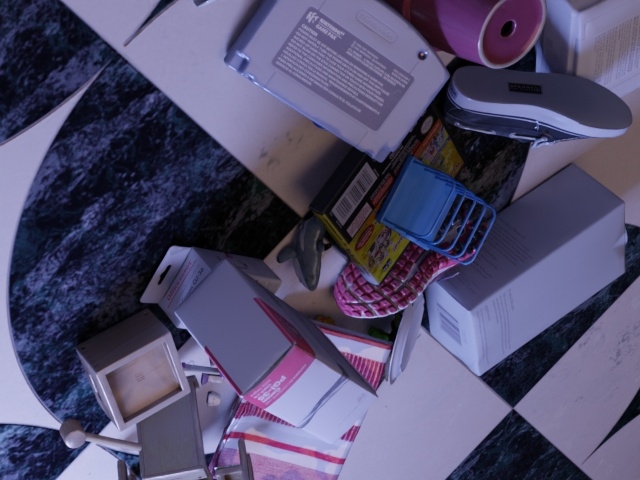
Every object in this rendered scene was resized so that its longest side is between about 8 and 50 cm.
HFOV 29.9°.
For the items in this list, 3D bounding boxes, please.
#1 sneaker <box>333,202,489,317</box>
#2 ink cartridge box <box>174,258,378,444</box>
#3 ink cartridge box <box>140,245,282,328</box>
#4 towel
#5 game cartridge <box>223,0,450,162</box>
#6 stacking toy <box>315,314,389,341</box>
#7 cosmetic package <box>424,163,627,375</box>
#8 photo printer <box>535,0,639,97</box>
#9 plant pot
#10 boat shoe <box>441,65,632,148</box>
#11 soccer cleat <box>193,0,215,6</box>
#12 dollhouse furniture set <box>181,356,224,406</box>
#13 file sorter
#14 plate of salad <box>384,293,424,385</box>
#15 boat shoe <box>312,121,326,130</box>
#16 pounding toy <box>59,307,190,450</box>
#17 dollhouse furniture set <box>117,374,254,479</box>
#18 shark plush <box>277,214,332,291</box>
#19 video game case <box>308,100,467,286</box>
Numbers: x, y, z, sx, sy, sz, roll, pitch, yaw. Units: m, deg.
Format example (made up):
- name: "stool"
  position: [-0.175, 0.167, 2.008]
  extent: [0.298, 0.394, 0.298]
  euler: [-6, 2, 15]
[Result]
- name: "sneaker"
  position: [0.162, 0.050, 2.103]
  extent: [0.299, 0.121, 0.112]
  euler: [-28, 169, -10]
- name: "ink cartridge box"
  position: [-0.062, 0.176, 1.826]
  extent: [0.117, 0.207, 0.283]
  euler: [-46, 143, 3]
- name: "ink cartridge box"
  position: [-0.170, 0.080, 1.863]
  extent: [0.198, 0.067, 0.115]
  euler: [12, 116, -47]
- name: "towel"
  position: [-0.033, 0.298, 2.096]
  extent: [0.237, 0.037, 0.329]
  euler: [17, 105, -20]
- name: "game cartridge"
  position: [0.033, -0.257, 1.694]
  extent: [0.294, 0.060, 0.196]
  euler: [30, 107, -29]
- name: "stacking toy"
  position: [0.028, 0.229, 2.183]
  extent: [0.221, 0.052, 0.167]
  euler: [17, 111, -49]
- name: "cosmetic package"
  position: [0.392, 0.054, 2.276]
  extent: [0.385, 0.156, 0.217]
  euler: [-33, 140, -17]
- name: "photo printer"
  position: [0.514, -0.367, 2.051]
  extent: [0.307, 0.107, 0.256]
  euler: [-29, 139, -21]
- name: "plant pot"
  position: [0.224, -0.348, 1.752]
  extent: [0.201, 0.180, 0.201]
  euler: [-25, 137, -25]
- name: "boat shoe"
  position: [0.352, -0.204, 1.966]
  extent: [0.306, 0.113, 0.105]
  euler: [5, 144, -8]
- name: "soccer cleat"
  position: [-0.158, -0.367, 1.488]
  extent: [0.076, 0.068, 0.196]
  euler: [-37, 143, -5]
- name: "dollhouse furniture set"
  position: [-0.199, 0.202, 1.924]
  extent: [0.081, 0.114, 0.091]
  euler: [8, 104, -11]
- name: "file sorter"
  position: [0.195, -0.045, 1.955]
  extent: [0.170, 0.104, 0.118]
  euler: [28, 89, -53]
- name: "plate of salad"
  position: [0.147, 0.167, 2.192]
  extent: [0.200, 0.048, 0.199]
  euler: [16, 90, -77]
- name: "boat shoe"
  position: [0.052, -0.245, 1.789]
  extent: [0.183, 0.066, 0.066]
  euler: [-55, 154, 13]
- name: "pounding toy"
  position: [-0.315, 0.234, 1.834]
  extent: [0.206, 0.094, 0.181]
  euler: [-29, 128, -20]
- name: "dollhouse furniture set"
  position: [-0.231, 0.351, 1.979]
  extent: [0.212, 0.161, 0.242]
  euler: [-10, 150, -1]
- name: "shark plush"
  position: [0.000, 0.000, 1.945]
  extent: [0.073, 0.067, 0.161]
  euler: [12, 115, -46]
- name: "video game case"
  position: [0.117, -0.093, 1.949]
  extent: [0.275, 0.035, 0.248]
  euler: [-54, 142, -12]
